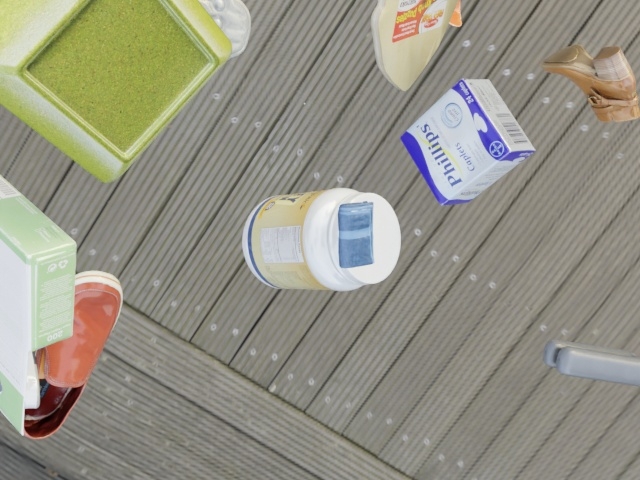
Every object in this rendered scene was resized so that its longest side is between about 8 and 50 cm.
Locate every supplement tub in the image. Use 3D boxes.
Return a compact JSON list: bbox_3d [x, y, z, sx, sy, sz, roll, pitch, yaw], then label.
[{"bbox_3d":[0.000,0.000,1.491,0.228,0.316,0.228,2,87,-44],"label":"supplement tub"}]

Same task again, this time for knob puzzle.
[{"bbox_3d":[0.102,-0.261,0.730,0.030,0.213,0.213,26,102,25],"label":"knob puzzle"}]

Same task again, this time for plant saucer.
[{"bbox_3d":[-0.176,-0.157,0.569,0.188,0.045,0.188,-48,140,-4],"label":"plant saucer"}]

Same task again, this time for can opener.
[{"bbox_3d":[0.504,0.182,1.070,0.284,0.076,0.095,11,96,-15],"label":"can opener"}]

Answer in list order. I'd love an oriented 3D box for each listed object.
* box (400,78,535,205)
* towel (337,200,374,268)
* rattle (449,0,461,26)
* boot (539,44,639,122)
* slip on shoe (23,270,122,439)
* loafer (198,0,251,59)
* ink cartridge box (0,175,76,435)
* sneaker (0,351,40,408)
[{"bbox_3d":[0.204,-0.137,0.932,0.137,0.072,0.126,-43,68,42],"label":"box"},{"bbox_3d":[0.063,-0.009,1.169,0.067,0.029,0.119,-9,111,-22],"label":"towel"},{"bbox_3d":[0.204,-0.426,1.012,0.130,0.143,0.199,-6,102,2],"label":"rattle"},{"bbox_3d":[0.534,-0.306,1.312,0.073,0.197,0.152,-41,119,-10],"label":"boot"},{"bbox_3d":[-0.414,0.192,1.085,0.123,0.101,0.331,18,112,-40],"label":"slip on shoe"},{"bbox_3d":[-0.233,-0.250,0.684,0.320,0.111,0.112,9,104,-16],"label":"loafer"},{"bbox_3d":[-0.334,0.065,0.702,0.171,0.056,0.235,33,125,29],"label":"ink cartridge box"},{"bbox_3d":[-0.519,0.171,0.990,0.163,0.226,0.086,-4,123,-26],"label":"sneaker"}]
